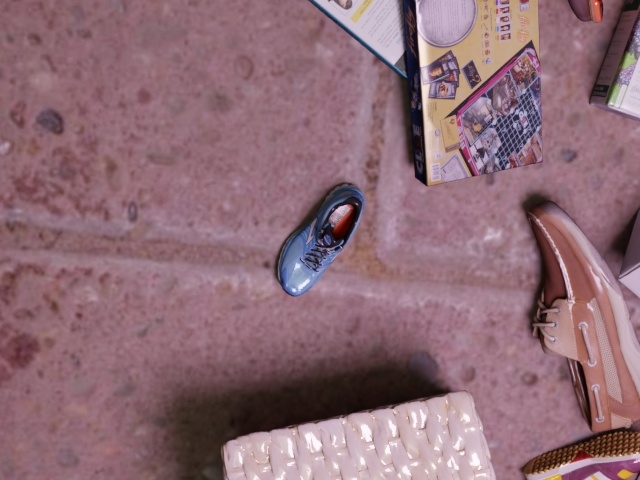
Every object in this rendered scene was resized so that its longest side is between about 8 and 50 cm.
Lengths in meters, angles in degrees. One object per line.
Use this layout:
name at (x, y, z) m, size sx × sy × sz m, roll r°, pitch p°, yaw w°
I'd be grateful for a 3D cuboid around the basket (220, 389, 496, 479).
basket at (0.064, 0.361, 1.593) m, size 0.328 × 0.266 × 0.331 m, roll -12°, pitch 77°, yaw -2°

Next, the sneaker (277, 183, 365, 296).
sneaker at (0.000, 0.000, 1.671) m, size 0.063 × 0.073 × 0.162 m, roll 32°, pitch 95°, yaw -9°

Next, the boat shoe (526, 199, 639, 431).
boat shoe at (0.333, 0.106, 1.696) m, size 0.116 × 0.123 × 0.324 m, roll -26°, pitch 98°, yaw 1°

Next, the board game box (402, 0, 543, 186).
board game box at (0.190, -0.201, 1.630) m, size 0.165 × 0.042 × 0.243 m, roll -12°, pitch 113°, yaw -16°

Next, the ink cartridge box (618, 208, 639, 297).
ink cartridge box at (0.495, 0.046, 1.674) m, size 0.212 × 0.154 × 0.093 m, roll 40°, pitch 133°, yaw -11°

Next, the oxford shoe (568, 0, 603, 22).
oxford shoe at (0.274, -0.387, 1.640) m, size 0.098 × 0.097 × 0.271 m, roll -22°, pitch 96°, yaw 19°

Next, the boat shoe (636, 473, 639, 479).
boat shoe at (0.494, 0.266, 1.739) m, size 0.118 × 0.103 × 0.320 m, roll 17°, pitch 96°, yaw -8°

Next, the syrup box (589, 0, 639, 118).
syrup box at (0.431, -0.267, 1.658) m, size 0.096 × 0.093 × 0.237 m, roll 18°, pitch 97°, yaw -7°

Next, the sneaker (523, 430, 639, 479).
sneaker at (0.367, 0.312, 1.743) m, size 0.185 × 0.069 × 0.084 m, roll -16°, pitch 105°, yaw 21°

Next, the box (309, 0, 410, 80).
box at (0.047, -0.312, 1.635) m, size 0.244 × 0.060 × 0.100 m, roll 39°, pitch 93°, yaw -9°
